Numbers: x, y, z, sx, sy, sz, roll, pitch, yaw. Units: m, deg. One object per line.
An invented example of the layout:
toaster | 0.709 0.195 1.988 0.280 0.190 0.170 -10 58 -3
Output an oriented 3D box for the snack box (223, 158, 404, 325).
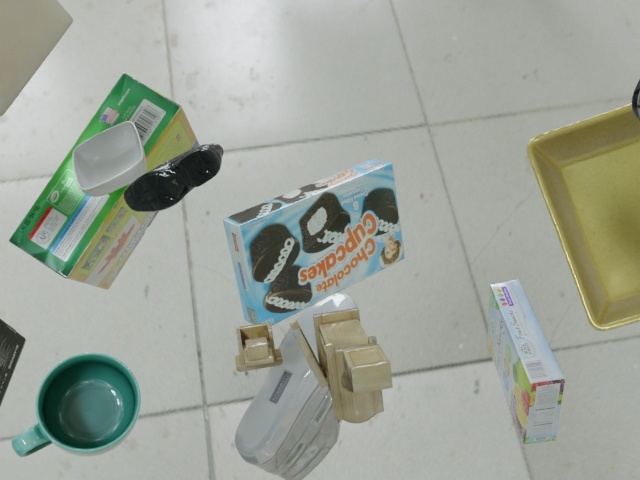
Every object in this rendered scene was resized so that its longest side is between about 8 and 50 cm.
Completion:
snack box | 0.000 0.000 1.304 0.322 0.187 0.060 -25 27 -31

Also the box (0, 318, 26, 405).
box | -0.740 0.296 1.562 0.079 0.257 0.322 6 64 12

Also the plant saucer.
plant saucer | 0.538 -0.054 1.226 0.332 0.081 0.333 -18 74 10

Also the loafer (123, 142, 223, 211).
loafer | -0.212 -0.092 1.134 0.170 0.062 0.061 -21 20 19

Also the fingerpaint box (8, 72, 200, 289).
fingerpaint box | -0.486 -0.122 1.816 0.163 0.371 0.445 32 83 2

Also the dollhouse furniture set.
dollhouse furniture set | -0.013 0.163 0.872 0.161 0.182 0.101 -8 104 -6

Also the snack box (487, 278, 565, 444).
snack box | 0.210 0.125 0.804 0.037 0.100 0.141 -8 41 -1

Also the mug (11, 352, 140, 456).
mug | -0.321 0.222 1.027 0.157 0.097 0.129 2 70 -13

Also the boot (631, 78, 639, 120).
boot | 0.451 -0.212 0.722 0.118 0.338 0.223 29 28 -26

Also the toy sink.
toy sink | -0.532 -0.316 1.209 0.131 0.153 0.234 -3 53 35

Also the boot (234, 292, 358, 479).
boot | -0.008 0.205 1.065 0.095 0.123 0.258 21 72 46

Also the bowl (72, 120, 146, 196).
bowl | -0.400 -0.149 1.480 0.142 0.053 0.142 -26 50 1
